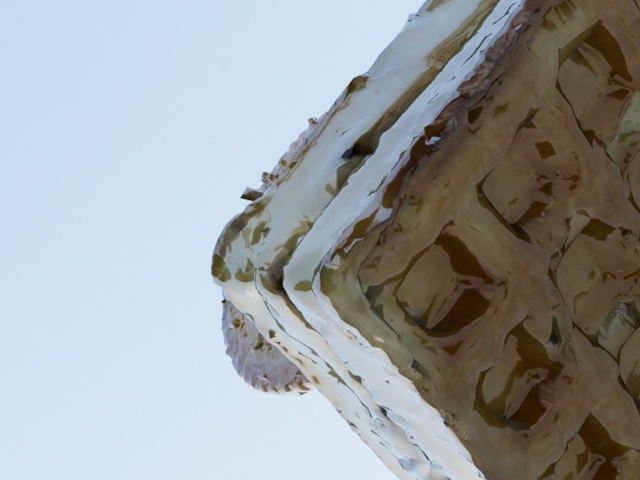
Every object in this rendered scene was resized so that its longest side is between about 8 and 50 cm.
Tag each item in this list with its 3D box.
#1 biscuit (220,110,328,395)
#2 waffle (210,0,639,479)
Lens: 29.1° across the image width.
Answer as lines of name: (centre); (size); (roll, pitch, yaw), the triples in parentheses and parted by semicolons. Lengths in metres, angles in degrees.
biscuit: (0.000, 0.000, 0.939); (0.035, 0.254, 0.254); (26, -102, -32)
waffle: (0.126, -0.029, 0.469); (0.308, 0.091, 0.213); (-51, -62, -21)
